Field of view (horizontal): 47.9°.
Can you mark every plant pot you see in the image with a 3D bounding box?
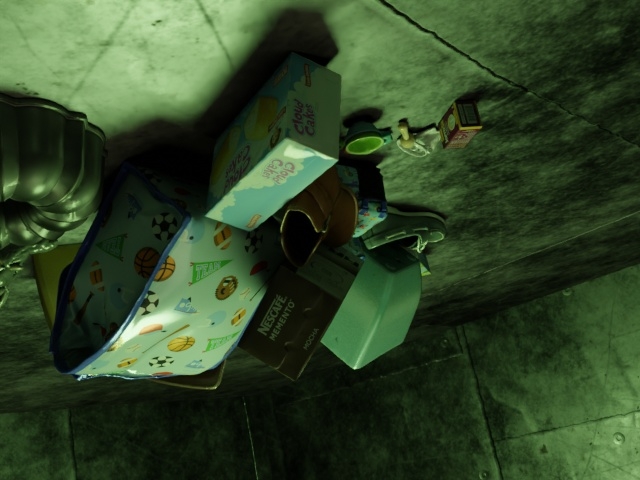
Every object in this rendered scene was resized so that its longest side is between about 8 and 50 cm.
[{"bbox_3d":[0.110,0.119,1.802,0.248,0.247,0.252,-17,138,-53],"label":"plant pot"},{"bbox_3d":[-0.507,0.130,1.577,0.212,0.187,0.212,-5,160,-21],"label":"plant pot"}]

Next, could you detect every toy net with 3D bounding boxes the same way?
[{"bbox_3d":[0.125,-0.172,1.317,0.232,0.045,0.122,1,157,-35],"label":"toy net"}]

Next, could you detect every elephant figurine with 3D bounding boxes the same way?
[{"bbox_3d":[-0.656,0.068,1.384,0.186,0.169,0.239,10,-168,30],"label":"elephant figurine"}]

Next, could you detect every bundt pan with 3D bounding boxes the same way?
[{"bbox_3d":[-0.483,-0.080,1.078,0.331,0.124,0.331,-10,161,-3],"label":"bundt pan"}]

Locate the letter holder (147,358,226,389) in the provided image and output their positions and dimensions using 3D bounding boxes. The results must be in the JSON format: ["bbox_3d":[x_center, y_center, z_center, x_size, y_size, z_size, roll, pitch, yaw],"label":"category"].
[{"bbox_3d":[-0.389,0.240,1.771,0.302,0.214,0.152,9,167,17],"label":"letter holder"}]

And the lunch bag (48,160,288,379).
[{"bbox_3d":[-0.278,0.084,1.324,0.328,0.239,0.385,12,111,-52],"label":"lunch bag"}]

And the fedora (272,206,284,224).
[{"bbox_3d":[-0.051,0.039,1.558,0.244,0.275,0.124,3,-158,42],"label":"fedora"}]

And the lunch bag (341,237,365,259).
[{"bbox_3d":[0.015,0.012,1.650,0.096,0.128,0.151,0,157,-45],"label":"lunch bag"}]

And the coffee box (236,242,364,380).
[{"bbox_3d":[-0.026,0.107,1.300,0.168,0.119,0.297,-60,177,14],"label":"coffee box"}]

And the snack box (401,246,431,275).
[{"bbox_3d":[0.195,0.078,2.061,0.207,0.070,0.174,-18,161,13],"label":"snack box"}]

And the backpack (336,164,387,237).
[{"bbox_3d":[0.025,-0.081,1.414,0.173,0.116,0.158,7,153,-38],"label":"backpack"}]

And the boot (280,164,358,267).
[{"bbox_3d":[-0.001,-0.033,1.228,0.109,0.220,0.283,5,137,8],"label":"boot"}]

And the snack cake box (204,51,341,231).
[{"bbox_3d":[-0.076,-0.138,1.089,0.089,0.152,0.264,19,148,-26],"label":"snack cake box"}]

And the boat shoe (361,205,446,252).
[{"bbox_3d":[0.205,-0.012,1.753,0.116,0.099,0.320,-27,157,37],"label":"boat shoe"}]

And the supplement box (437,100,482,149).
[{"bbox_3d":[0.247,-0.205,1.282,0.043,0.054,0.083,-6,160,-15],"label":"supplement box"}]
